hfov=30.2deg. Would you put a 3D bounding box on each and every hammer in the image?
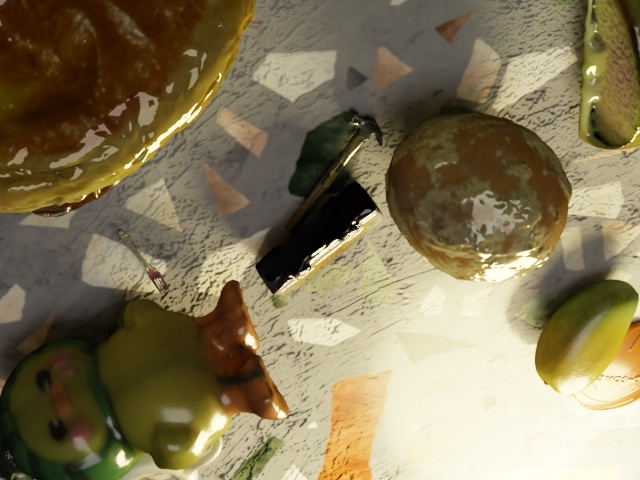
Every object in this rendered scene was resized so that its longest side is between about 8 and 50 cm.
[{"bbox_3d":[0.014,-0.079,1.449,0.062,0.017,0.182,18,121,-33],"label":"hammer"}]

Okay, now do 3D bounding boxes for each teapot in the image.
[{"bbox_3d":[-0.235,0.324,1.634,0.226,0.092,0.145,-35,135,6],"label":"teapot"}]

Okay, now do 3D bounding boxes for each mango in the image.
[{"bbox_3d":[0.390,0.138,1.736,0.130,0.092,0.195,30,108,-36],"label":"mango"}]

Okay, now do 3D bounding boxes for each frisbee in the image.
[{"bbox_3d":[0.489,0.207,1.875,0.192,0.035,0.192,-11,131,-13],"label":"frisbee"}]

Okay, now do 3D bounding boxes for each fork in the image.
[{"bbox_3d":[-0.217,0.025,1.444,0.016,0.012,0.115,-32,128,0],"label":"fork"}]

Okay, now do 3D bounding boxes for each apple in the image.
[{"bbox_3d":[0.415,-0.223,1.429,0.193,0.120,0.265,-24,137,-17],"label":"apple"}]

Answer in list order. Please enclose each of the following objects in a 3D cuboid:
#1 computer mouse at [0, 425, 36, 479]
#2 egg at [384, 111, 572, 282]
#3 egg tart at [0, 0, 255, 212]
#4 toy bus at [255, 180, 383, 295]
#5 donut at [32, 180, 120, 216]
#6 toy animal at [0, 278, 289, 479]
[{"bbox_3d":[-0.401,0.305,1.568,0.105,0.062,0.192,3,125,-24],"label":"computer mouse"},{"bbox_3d":[0.187,-0.055,1.419,0.245,0.203,0.203,29,113,-31],"label":"egg"},{"bbox_3d":[-0.280,-0.241,1.019,0.443,0.178,0.443,-2,100,-12],"label":"egg tart"},{"bbox_3d":[0.000,0.000,1.474,0.172,0.057,0.072,-39,159,12],"label":"toy bus"},{"bbox_3d":[-0.287,-0.142,1.214,0.230,0.096,0.216,24,114,-36],"label":"donut"},{"bbox_3d":[-0.223,0.192,1.462,0.338,0.216,0.191,-19,160,-3],"label":"toy animal"}]
